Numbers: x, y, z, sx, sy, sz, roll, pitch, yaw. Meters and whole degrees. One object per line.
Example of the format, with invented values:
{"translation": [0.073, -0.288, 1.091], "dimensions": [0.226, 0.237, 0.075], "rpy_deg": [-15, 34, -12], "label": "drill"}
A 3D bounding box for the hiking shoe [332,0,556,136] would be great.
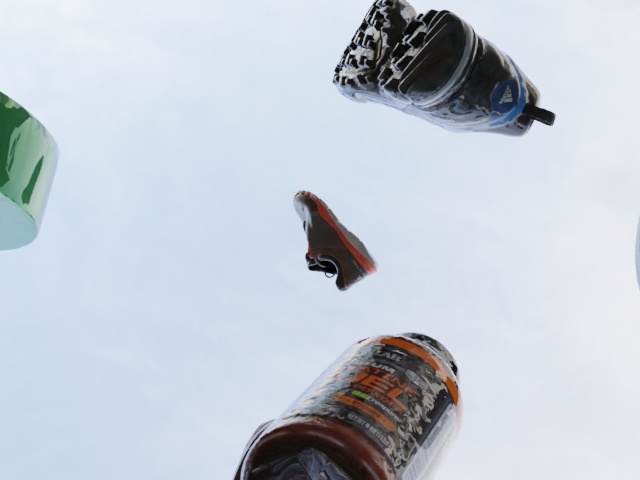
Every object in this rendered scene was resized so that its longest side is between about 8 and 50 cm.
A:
{"translation": [0.102, -0.155, 0.953], "dimensions": [0.132, 0.113, 0.304], "rpy_deg": [29, -170, -20], "label": "hiking shoe"}

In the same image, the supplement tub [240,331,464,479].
{"translation": [0.033, 0.129, 0.664], "dimensions": [0.106, 0.106, 0.198], "rpy_deg": [24, -155, 15], "label": "supplement tub"}

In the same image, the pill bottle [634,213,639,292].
{"translation": [0.276, 0.041, 0.378], "dimensions": [0.283, 0.160, 0.160], "rpy_deg": [32, -130, -19], "label": "pill bottle"}

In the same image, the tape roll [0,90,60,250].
{"translation": [-0.386, -0.079, 0.825], "dimensions": [0.321, 0.321, 0.077], "rpy_deg": [9, -107, 5], "label": "tape roll"}

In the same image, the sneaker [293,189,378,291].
{"translation": [0.000, 0.000, 1.118], "dimensions": [0.065, 0.061, 0.158], "rpy_deg": [-42, -135, -1], "label": "sneaker"}

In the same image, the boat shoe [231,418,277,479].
{"translation": [-0.065, 0.354, 1.226], "dimensions": [0.110, 0.307, 0.104], "rpy_deg": [6, -168, -5], "label": "boat shoe"}
